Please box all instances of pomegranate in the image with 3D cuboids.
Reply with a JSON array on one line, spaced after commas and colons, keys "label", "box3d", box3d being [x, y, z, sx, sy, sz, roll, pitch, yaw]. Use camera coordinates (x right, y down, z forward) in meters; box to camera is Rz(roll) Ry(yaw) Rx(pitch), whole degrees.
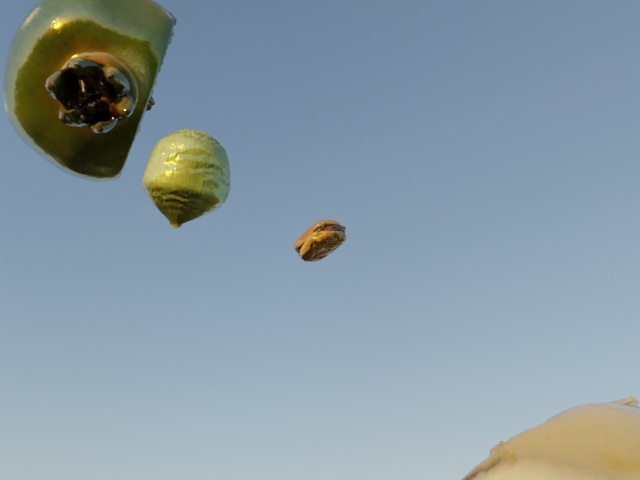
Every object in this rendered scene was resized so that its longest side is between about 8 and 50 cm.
[{"label": "pomegranate", "box3d": [-0.366, -0.247, 0.796, 0.216, 0.358, 0.309, 23, -78, -19]}]

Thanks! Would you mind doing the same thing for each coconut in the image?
[{"label": "coconut", "box3d": [-0.129, -0.059, 0.506, 0.088, 0.096, 0.088, 13, -5, 1]}]

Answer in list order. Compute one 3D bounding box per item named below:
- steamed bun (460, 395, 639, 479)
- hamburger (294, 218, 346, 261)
[{"label": "steamed bun", "box3d": [0.242, 0.307, 0.428, 0.233, 0.312, 0.334, -6, -32, -38]}, {"label": "hamburger", "box3d": [0.000, 0.000, 0.826, 0.083, 0.044, 0.076, -41, -29, 24]}]
